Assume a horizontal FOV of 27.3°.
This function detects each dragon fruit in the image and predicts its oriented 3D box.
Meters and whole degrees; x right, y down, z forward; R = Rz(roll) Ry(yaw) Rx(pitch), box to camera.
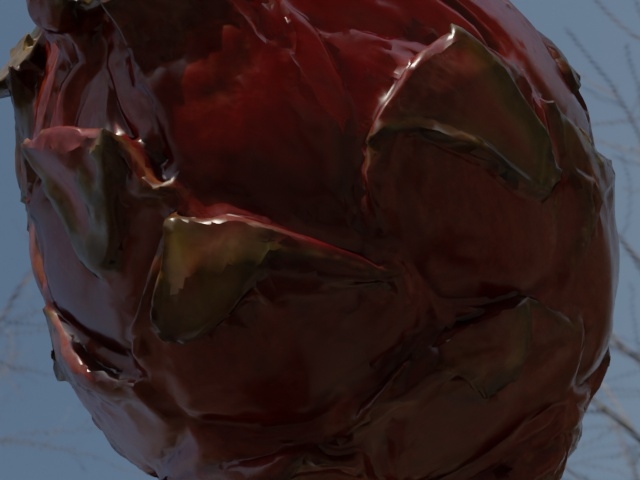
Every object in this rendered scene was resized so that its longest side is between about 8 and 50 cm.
[{"bbox_3d":[0.000,0.000,0.612,0.277,0.277,0.342,-22,-70,-29],"label":"dragon fruit"}]
